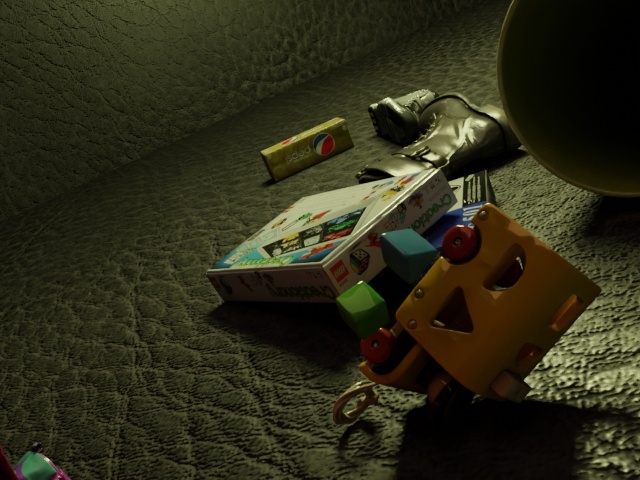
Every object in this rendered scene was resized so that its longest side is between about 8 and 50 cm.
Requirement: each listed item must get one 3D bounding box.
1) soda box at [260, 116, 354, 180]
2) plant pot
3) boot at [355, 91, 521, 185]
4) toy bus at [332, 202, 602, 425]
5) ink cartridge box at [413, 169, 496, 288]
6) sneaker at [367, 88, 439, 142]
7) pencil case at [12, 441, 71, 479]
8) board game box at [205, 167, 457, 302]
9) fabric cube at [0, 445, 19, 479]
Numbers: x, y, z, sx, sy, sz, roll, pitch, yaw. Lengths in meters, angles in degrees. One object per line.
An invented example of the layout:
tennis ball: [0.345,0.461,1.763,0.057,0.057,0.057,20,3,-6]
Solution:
soda box: [-0.028,-0.187,1.550,0.181,0.061,0.058,-25,19,-7]
plant pot: [0.392,-0.212,0.872,0.275,0.274,0.294,-7,9,40]
boot: [0.153,-0.139,1.160,0.229,0.091,0.263,-28,21,-16]
toy bus: [0.116,0.076,0.574,0.191,0.202,0.104,-24,48,-25]
ink cartridge box: [0.156,-0.018,0.889,0.097,0.046,0.207,-18,19,18]
sneaker: [0.179,-0.254,1.463,0.132,0.086,0.228,-22,17,-5]
pencil case: [-0.283,0.247,0.645,0.070,0.064,0.152,-28,10,47]
board game box: [0.000,0.000,0.931,0.193,0.053,0.305,-39,16,-27]
fabric cube: [-0.251,0.237,0.336,0.258,0.254,0.259,-7,24,40]
